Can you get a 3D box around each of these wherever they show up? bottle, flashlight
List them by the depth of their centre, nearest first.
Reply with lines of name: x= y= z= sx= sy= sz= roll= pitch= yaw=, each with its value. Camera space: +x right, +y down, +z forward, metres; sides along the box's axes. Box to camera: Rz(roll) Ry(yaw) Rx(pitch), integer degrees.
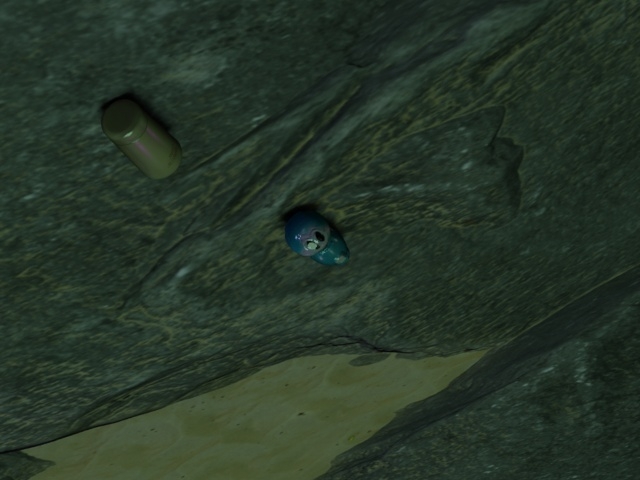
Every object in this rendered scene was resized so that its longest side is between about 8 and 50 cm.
bottle: x=-0.163 y=-0.093 z=1.520 sx=0.045 sy=0.045 sz=0.096 roll=-25 pitch=154 yaw=8
flashlight: x=0.000 y=0.000 z=1.843 sx=0.051 sy=0.051 sz=0.129 roll=-28 pitch=161 yaw=13
